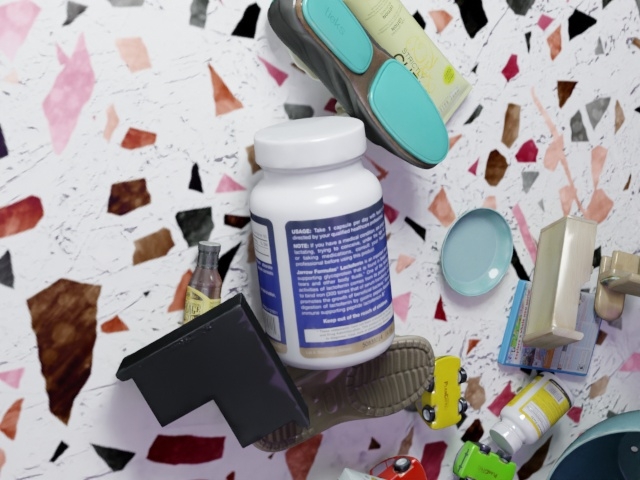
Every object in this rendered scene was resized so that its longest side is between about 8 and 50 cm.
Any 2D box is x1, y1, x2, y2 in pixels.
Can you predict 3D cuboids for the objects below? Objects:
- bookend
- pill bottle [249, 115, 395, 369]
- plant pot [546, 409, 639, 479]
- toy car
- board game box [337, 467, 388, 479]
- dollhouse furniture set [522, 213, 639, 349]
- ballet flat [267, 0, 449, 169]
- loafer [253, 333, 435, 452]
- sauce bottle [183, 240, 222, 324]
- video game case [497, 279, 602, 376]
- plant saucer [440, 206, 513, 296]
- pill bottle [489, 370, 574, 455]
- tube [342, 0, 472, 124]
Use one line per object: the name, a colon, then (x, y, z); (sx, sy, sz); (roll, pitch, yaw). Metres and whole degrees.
bookend: (-0.116, 0.166, 1.370); (0.156, 0.072, 0.157); (-30, 99, 2)
pill bottle: (0.000, 0.000, 1.414); (0.153, 0.153, 0.265); (-16, 111, -29)
plant pot: (0.476, 0.355, 1.761); (0.195, 0.290, 0.290); (-42, 128, -60)
toy car: (0.169, 0.283, 1.652); (0.225, 0.053, 0.239); (29, 86, -34)
board game box: (0.104, 0.430, 1.581); (0.303, 0.097, 0.224); (21, 109, -33)
dollhouse furniture set: (0.410, 0.079, 1.649); (0.242, 0.212, 0.161); (13, 76, -9)
ballet flat: (0.040, -0.189, 1.429); (0.280, 0.096, 0.095); (49, 58, -27)
loafer: (0.016, 0.170, 1.501); (0.268, 0.092, 0.102); (-15, 111, -26)
sauce bottle: (-0.134, 0.065, 1.413); (0.042, 0.042, 0.128); (1, 99, -33)
video game case: (0.326, 0.124, 1.736); (0.166, 0.015, 0.119); (11, 96, -34)
plant saucer: (0.200, 0.013, 1.624); (0.119, 0.021, 0.119); (-8, 105, -31)
pill bottle: (0.289, 0.240, 1.710); (0.116, 0.065, 0.065); (-39, 119, -18)
tube: (0.100, -0.228, 1.483); (0.070, 0.062, 0.240); (-26, 129, 20)
